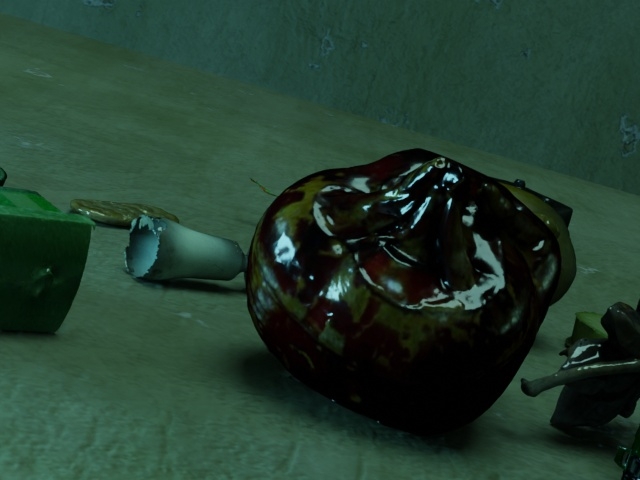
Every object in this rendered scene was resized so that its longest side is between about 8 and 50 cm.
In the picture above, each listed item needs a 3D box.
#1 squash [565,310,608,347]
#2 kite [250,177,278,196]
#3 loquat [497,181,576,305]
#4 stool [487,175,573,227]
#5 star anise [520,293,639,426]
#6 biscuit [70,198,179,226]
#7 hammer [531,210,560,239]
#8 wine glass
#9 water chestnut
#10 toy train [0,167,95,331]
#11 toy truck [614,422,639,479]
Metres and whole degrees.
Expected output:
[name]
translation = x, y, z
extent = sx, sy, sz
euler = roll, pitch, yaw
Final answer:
[squash]
translation = 0.404, 0.138, 1.888
extent = 0.219, 0.041, 0.219
euler = 16, 12, -3
[kite]
translation = -0.027, -0.037, 2.060
extent = 0.159, 0.010, 0.190
euler = 35, -17, -8
[loquat]
translation = 0.191, 0.013, 1.861
extent = 0.227, 0.179, 0.179
euler = 9, 9, 13
[stool]
translation = 0.215, -0.016, 2.109
extent = 0.232, 0.141, 0.232
euler = 15, 12, -3
[star anise]
translation = 0.300, 0.109, 1.524
extent = 0.262, 0.230, 0.081
euler = -25, 64, -42
[biscuit]
translation = -0.232, -0.032, 1.865
extent = 0.147, 0.018, 0.071
euler = 6, 14, -45
[hammer]
translation = 0.150, 0.024, 1.624
extent = 0.202, 0.113, 0.305
euler = 10, -21, -19
[wine glass]
translation = -0.124, 0.016, 1.665
extent = 0.155, 0.072, 0.072
euler = 10, 13, -34
[water chestnut]
translation = 0.075, 0.033, 1.420
extent = 0.289, 0.244, 0.289
euler = 17, 9, -3
[toy train]
translation = -0.355, -0.008, 1.333
extent = 0.301, 0.120, 0.202
euler = 6, 19, -43
[toy truck]
translation = 0.329, 0.175, 1.405
extent = 0.088, 0.121, 0.259
euler = 21, 12, 17
